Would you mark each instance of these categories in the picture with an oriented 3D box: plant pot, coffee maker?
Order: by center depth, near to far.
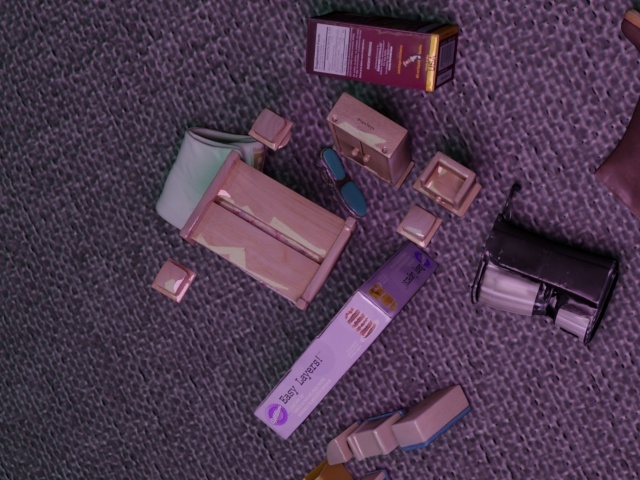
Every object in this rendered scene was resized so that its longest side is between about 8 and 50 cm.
[{"bbox_3d":[0.314,0.035,1.877,0.178,0.120,0.171,19,109,15],"label":"coffee maker"},{"bbox_3d":[0.012,0.395,2.115,0.083,0.081,0.081,46,117,-2],"label":"plant pot"}]

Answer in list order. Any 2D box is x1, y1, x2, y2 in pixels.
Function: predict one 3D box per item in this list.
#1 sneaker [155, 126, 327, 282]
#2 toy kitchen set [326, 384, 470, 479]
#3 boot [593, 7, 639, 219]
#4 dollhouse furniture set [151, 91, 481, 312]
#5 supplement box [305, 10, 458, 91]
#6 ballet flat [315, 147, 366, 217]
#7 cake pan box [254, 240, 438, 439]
[{"bbox_3d":[-0.098,-0.058,2.018,0.292,0.108,0.169,28,115,14],"label":"sneaker"},{"bbox_3d":[0.136,0.331,2.049,0.207,0.122,0.166,-21,97,45],"label":"toy kitchen set"},{"bbox_3d":[0.430,-0.156,1.795,0.248,0.090,0.207,45,113,1],"label":"boot"},{"bbox_3d":[0.000,0.000,1.879,0.303,0.174,0.355,32,84,11],"label":"dollhouse furniture set"},{"bbox_3d":[0.084,-0.263,1.893,0.188,0.104,0.081,10,108,19],"label":"supplement box"},{"bbox_3d":[0.028,-0.081,2.006,0.041,0.041,0.114,-29,92,25],"label":"ballet flat"},{"bbox_3d":[0.036,0.140,1.944,0.070,0.246,0.267,42,114,6],"label":"cake pan box"}]
